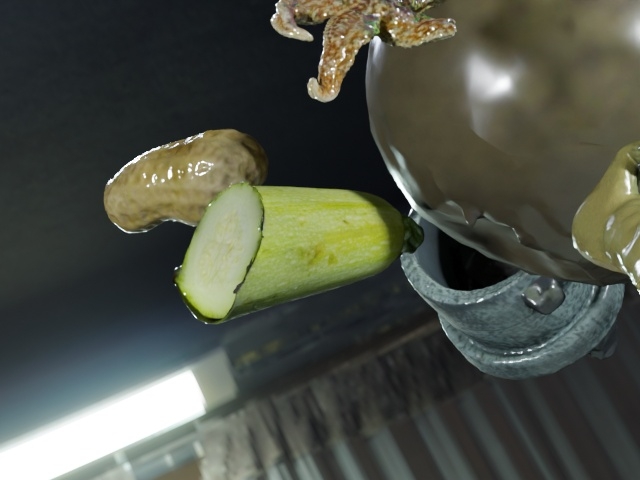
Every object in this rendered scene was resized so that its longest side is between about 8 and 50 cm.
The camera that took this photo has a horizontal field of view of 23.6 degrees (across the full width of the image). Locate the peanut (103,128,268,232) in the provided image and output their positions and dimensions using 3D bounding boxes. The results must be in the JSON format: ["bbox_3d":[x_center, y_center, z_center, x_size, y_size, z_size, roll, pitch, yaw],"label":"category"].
[{"bbox_3d":[-0.161,-0.064,1.793,0.226,0.108,0.095,-13,7,27],"label":"peanut"}]

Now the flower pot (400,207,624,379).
[{"bbox_3d":[0.291,0.041,2.135,0.299,0.299,0.283,-32,-41,9],"label":"flower pot"}]

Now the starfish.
[{"bbox_3d":[0.042,-0.182,1.259,0.053,0.150,0.209,81,-150,-45],"label":"starfish"}]

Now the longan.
[{"bbox_3d":[0.249,-0.149,1.597,0.404,0.436,0.404,-37,-16,-13],"label":"longan"}]

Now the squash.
[{"bbox_3d":[0.004,-0.011,1.506,0.288,0.137,0.137,-13,-28,-32],"label":"squash"}]

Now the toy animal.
[{"bbox_3d":[0.258,-0.001,1.190,0.101,0.218,0.103,-33,-68,-5],"label":"toy animal"}]
